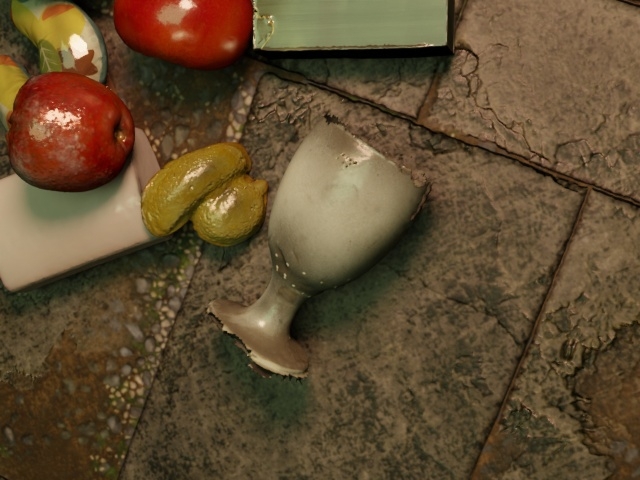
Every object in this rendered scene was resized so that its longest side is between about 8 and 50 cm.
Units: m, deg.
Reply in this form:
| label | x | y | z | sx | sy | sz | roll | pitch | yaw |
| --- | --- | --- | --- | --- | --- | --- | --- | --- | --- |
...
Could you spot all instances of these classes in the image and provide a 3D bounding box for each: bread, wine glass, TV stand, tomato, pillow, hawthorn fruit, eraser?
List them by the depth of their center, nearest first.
| label | x | y | z | sx | sy | sz | roll | pitch | yaw |
| --- | --- | --- | --- | --- | --- | --- | --- | --- | --- |
| wine glass | -0.001 | 0.003 | 1.290 | 0.190 | 0.190 | 0.357 | 34 | 100 | 11 |
| hawthorn fruit | -0.343 | -0.145 | 1.311 | 0.172 | 0.173 | 0.173 | 1 | 93 | 15 |
| TV stand | 0.045 | -0.295 | 1.312 | 0.269 | 0.088 | 0.083 | 2 | 94 | 15 |
| tomato | -0.187 | -0.316 | 1.324 | 0.195 | 0.195 | 0.136 | 18 | 110 | 13 |
| bread | -0.159 | -0.056 | 1.358 | 0.187 | 0.065 | 0.150 | -27 | 96 | -20 |
| pillow | -0.412 | -0.250 | 1.432 | 0.214 | 0.086 | 0.233 | 39 | 116 | 22 |
| eraser | -0.368 | -0.043 | 1.432 | 0.270 | 0.095 | 0.174 | -19 | 82 | 14 |

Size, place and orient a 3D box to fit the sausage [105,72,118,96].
| label | x | y | z | sx | sy | sz | roll | pitch | yaw |
| --- | --- | --- | --- | --- | --- | --- | --- | --- | --- |
| sausage | -0.335 | -0.251 | 1.449 | 0.026 | 0.026 | 0.116 | -24 | 87 | 15 |
